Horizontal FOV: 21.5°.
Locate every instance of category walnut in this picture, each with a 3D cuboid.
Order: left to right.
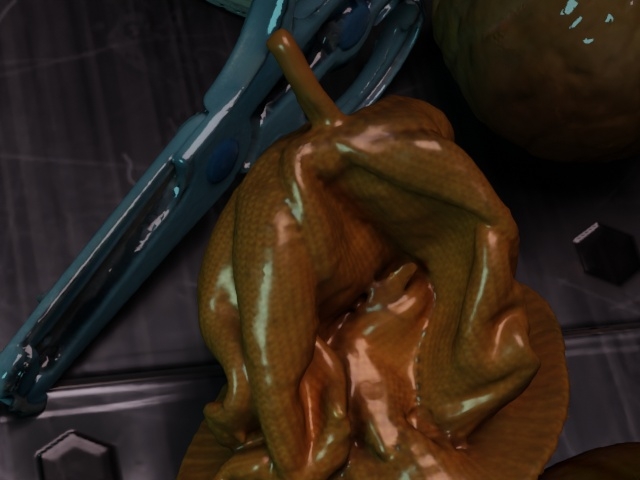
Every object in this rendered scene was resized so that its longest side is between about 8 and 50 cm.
[{"bbox_3d":[0.179,-0.158,1.058,0.228,0.228,0.228,7,57,-10],"label":"walnut"}]

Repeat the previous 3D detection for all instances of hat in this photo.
[{"bbox_3d":[0.000,0.000,0.859,0.244,0.233,0.233,-23,31,-11],"label":"hat"}]

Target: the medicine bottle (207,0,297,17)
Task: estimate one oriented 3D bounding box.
[{"bbox_3d":[0.007,-0.314,1.074,0.245,0.290,0.245,6,57,-10],"label":"medicine bottle"}]

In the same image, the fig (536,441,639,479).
[{"bbox_3d":[0.163,0.215,0.837,0.235,0.214,0.235,2,82,-19],"label":"fig"}]

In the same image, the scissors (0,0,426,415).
[{"bbox_3d":[-0.060,-0.053,0.994,0.032,0.180,0.393,29,68,29],"label":"scissors"}]
